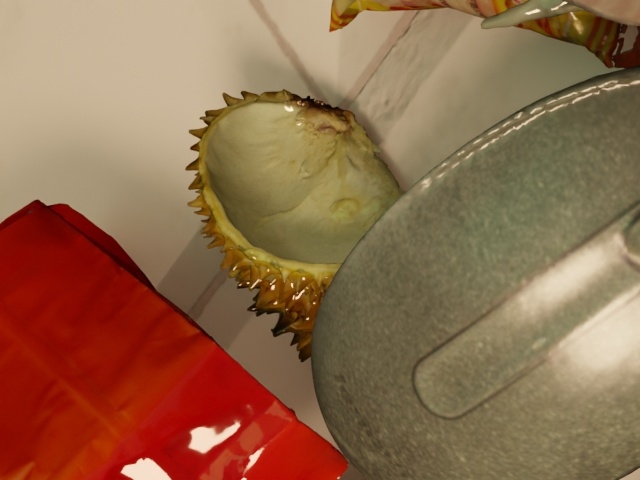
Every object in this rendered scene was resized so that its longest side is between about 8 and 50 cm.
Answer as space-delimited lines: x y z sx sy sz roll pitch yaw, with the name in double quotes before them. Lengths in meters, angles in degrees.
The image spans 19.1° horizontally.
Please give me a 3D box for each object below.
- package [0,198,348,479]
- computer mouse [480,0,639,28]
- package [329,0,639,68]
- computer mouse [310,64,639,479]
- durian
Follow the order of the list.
"package" -0.166 0.111 1.335 0.196 0.123 0.423 -48 38 -4
"computer mouse" 0.225 -0.232 1.008 0.389 0.115 0.199 -31 63 24
"package" 0.103 -0.224 1.189 0.288 0.108 0.223 8 92 45
"computer mouse" 0.123 0.046 1.080 0.203 0.114 0.374 53 128 7
"durian" 0.000 0.000 1.289 0.139 0.144 0.252 -29 48 -2
